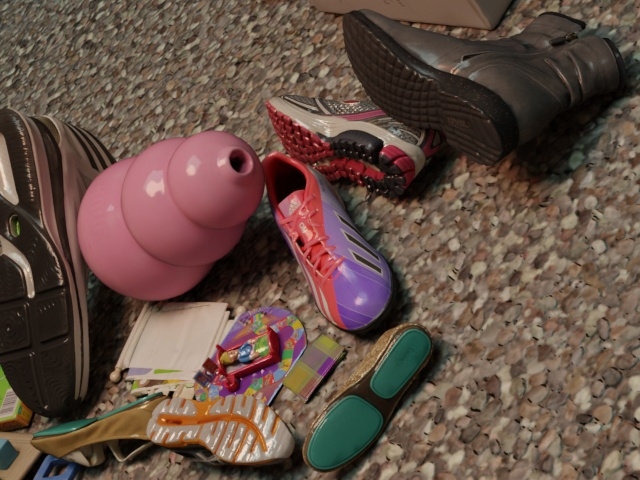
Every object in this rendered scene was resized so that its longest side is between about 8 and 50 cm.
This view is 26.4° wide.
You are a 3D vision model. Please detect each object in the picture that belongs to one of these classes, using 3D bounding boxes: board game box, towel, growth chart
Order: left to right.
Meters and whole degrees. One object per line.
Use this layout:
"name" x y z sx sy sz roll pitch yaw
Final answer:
"board game box" -0.458 0.174 2.083 0.124 0.039 0.259 -16 48 34
"growth chart" -0.199 0.149 1.865 0.237 0.021 0.172 4 60 46
"board game box" -0.097 0.149 1.739 0.133 0.033 0.168 19 68 43
"towel" -0.009 0.157 1.682 0.083 0.009 0.060 -51 36 -7

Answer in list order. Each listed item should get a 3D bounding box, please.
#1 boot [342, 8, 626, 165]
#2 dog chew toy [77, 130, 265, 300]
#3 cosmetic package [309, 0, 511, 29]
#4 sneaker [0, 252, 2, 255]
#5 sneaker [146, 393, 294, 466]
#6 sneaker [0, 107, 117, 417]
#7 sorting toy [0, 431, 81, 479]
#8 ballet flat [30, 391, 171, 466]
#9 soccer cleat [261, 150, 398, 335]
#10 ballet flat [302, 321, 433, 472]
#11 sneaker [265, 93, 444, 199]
"boot" 0.198 -0.224 1.700 0.223 0.118 0.338 -31 49 -21
"dog chew toy" -0.192 -0.045 1.838 0.332 0.207 0.206 -31 35 51
"cosmetic package" 0.112 -0.536 1.940 0.394 0.327 0.329 16 68 49
"sneaker" -0.477 0.035 2.194 0.077 0.072 0.178 7 50 38
"sneaker" -0.110 0.237 1.652 0.215 0.083 0.084 4 59 40
"sneaker" -0.349 0.029 2.012 0.169 0.257 0.447 -15 81 36
"sorting toy" -0.489 0.323 1.901 0.348 0.047 0.196 -3 34 35
"ballet flat" -0.289 0.263 1.804 0.232 0.080 0.073 -20 86 30
"soccer cleat" 0.000 0.000 1.728 0.109 0.116 0.318 -39 37 9
"ballet flat" 0.054 0.180 1.569 0.206 0.073 0.067 -47 9 -5
"sneaker" 0.042 -0.141 1.834 0.112 0.121 0.299 -45 42 -22
